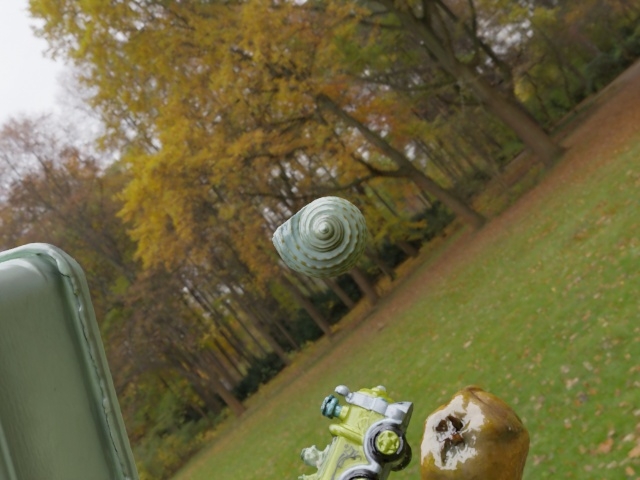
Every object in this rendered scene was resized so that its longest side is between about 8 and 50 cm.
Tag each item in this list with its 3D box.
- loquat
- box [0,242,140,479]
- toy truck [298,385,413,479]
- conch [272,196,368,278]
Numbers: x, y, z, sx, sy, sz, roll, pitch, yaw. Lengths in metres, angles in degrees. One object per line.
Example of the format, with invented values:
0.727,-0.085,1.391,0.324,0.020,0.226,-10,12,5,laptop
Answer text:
0.153,0.214,0.752,0.137,0.113,0.137,-34,-47,-46,loquat
-0.288,0.168,0.627,0.175,0.311,0.182,-15,0,6,box
0.026,0.163,0.562,0.111,0.077,0.076,-64,-19,-18,toy truck
0.001,0.005,1.038,0.135,0.102,0.153,-9,-30,0,conch
